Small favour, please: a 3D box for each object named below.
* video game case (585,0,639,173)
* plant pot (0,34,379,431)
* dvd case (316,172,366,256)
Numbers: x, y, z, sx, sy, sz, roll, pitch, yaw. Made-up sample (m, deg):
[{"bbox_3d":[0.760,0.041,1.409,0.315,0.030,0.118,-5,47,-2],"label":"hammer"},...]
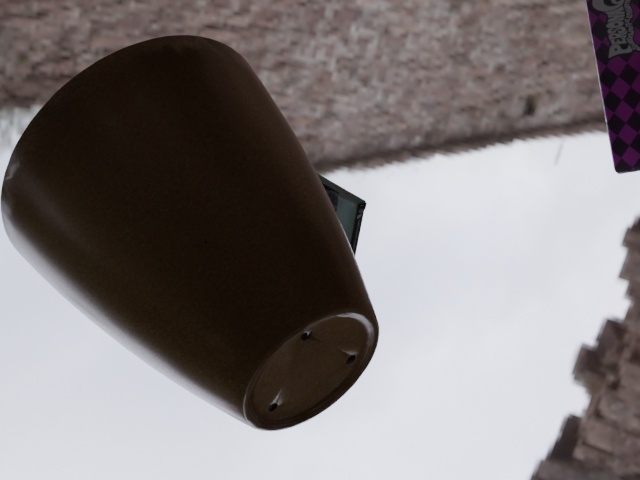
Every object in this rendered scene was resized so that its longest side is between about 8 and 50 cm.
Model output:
[{"bbox_3d":[0.207,-0.200,1.004,0.042,0.232,0.210,-8,-147,15],"label":"video game case"},{"bbox_3d":[-0.075,0.012,1.059,0.237,0.237,0.254,-13,-134,-37],"label":"plant pot"},{"bbox_3d":[0.000,0.000,1.337,0.013,0.119,0.087,-16,-143,-41],"label":"dvd case"}]
